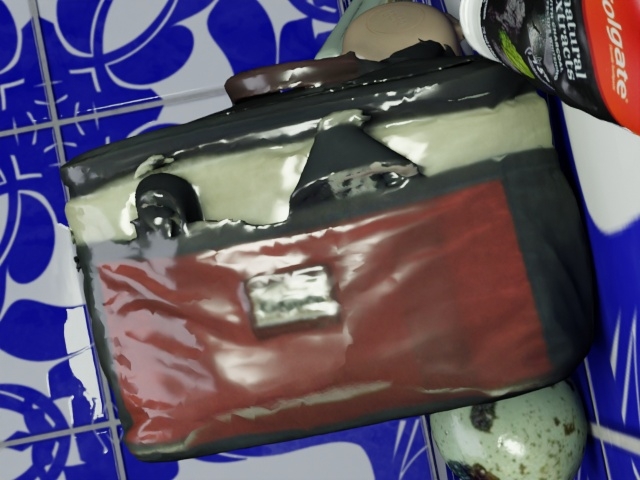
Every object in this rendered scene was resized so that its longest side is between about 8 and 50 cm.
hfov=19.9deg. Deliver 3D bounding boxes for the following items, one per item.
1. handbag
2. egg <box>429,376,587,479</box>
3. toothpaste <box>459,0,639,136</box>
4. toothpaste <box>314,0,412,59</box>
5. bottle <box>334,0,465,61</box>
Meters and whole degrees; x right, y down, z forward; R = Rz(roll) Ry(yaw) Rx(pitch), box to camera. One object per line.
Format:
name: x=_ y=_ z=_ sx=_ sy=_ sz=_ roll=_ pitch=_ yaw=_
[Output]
handbag: x=0.000 y=0.000 z=0.900 sx=0.181 sy=0.254 sz=0.181 roll=-20 pitch=-83 yaw=-72
egg: x=0.106 y=0.102 z=1.010 sx=0.110 sy=0.085 sz=0.085 roll=-116 pitch=12 yaw=-51
toothpaste: x=0.096 y=-0.083 z=0.693 sx=0.193 sy=0.045 sz=0.071 roll=-126 pitch=24 yaw=-75
toothpaste: x=0.036 y=-0.158 z=1.331 sx=0.255 sy=0.037 sz=0.067 roll=-60 pitch=-29 yaw=-52
bottle: x=0.058 y=-0.060 z=1.243 sx=0.097 sy=0.110 sz=0.209 roll=46 pitch=155 yaw=49
